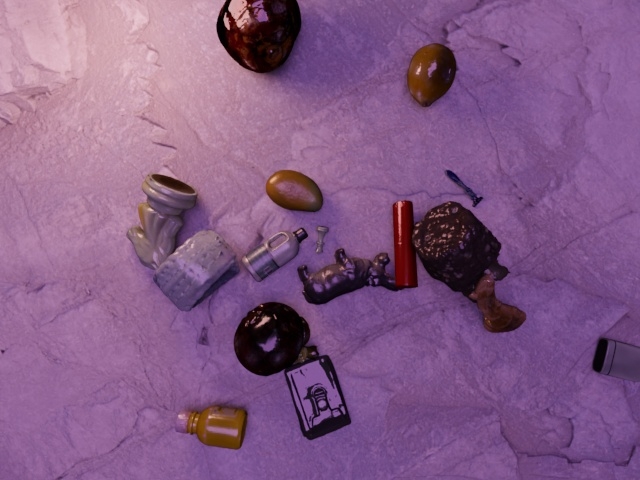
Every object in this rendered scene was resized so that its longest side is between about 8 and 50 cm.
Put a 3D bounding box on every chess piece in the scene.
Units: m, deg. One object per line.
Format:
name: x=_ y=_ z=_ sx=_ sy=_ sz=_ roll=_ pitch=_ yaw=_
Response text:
chess piece: x=-0.524 y=-0.053 z=1.467 sx=0.176 sy=0.176 sz=0.298 roll=25 pitch=103 yaw=1
chess piece: x=0.000 y=0.000 z=1.497 sx=0.042 sy=0.042 sz=0.093 roll=10 pitch=95 yaw=1

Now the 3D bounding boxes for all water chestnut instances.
water chestnut: x=-0.194 y=-0.666 z=1.392 sx=0.245 sy=0.289 sz=0.288 roll=12 pitch=90 yaw=6

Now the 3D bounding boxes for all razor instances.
razor: x=0.468 y=-0.178 z=1.492 sx=0.044 sy=0.028 sz=0.154 roll=-45 pitch=89 yaw=1

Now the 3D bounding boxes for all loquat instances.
loquat: x=0.349 y=-0.522 z=1.439 sx=0.152 sy=0.152 sz=0.194 roll=8 pitch=93 yaw=1

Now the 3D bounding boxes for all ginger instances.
ginger: x=0.542 y=0.201 z=1.390 sx=0.131 sy=0.294 sz=0.086 roll=-17 pitch=45 yaw=25

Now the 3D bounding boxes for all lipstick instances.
lipstick: x=0.267 y=0.011 z=1.441 sx=0.073 sy=0.073 sz=0.279 roll=0 pitch=75 yaw=1

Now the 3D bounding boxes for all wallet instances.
wallet: x=-0.012 y=0.513 z=1.493 sx=0.169 sy=0.052 sz=0.245 roll=-18 pitch=87 yaw=-2

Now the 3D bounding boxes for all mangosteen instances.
mangosteen: x=-0.126 y=0.323 z=1.420 sx=0.289 sy=0.231 sz=0.231 roll=36 pitch=91 yaw=-22

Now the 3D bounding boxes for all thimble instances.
thimble: x=-0.379 y=0.095 z=1.420 sx=0.250 sy=0.205 sz=0.172 roll=-43 pitch=90 yaw=-4

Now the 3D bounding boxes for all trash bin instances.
trash bin: x=0.963 y=0.384 z=1.465 sx=0.130 sy=0.059 sz=0.116 roll=14 pitch=91 yaw=0

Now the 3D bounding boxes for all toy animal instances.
toy animal: x=0.100 y=0.105 z=1.463 sx=0.344 sy=0.106 sz=0.168 roll=-9 pitch=89 yaw=-2

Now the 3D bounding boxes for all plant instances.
plant: x=0.436 y=0.047 z=1.410 sx=0.215 sy=0.213 sz=0.312 roll=-49 pitch=129 yaw=2

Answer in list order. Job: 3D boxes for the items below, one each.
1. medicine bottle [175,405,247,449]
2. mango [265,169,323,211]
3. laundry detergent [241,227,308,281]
medicine bottle: x=-0.350 y=0.593 z=1.460 sx=0.213 sy=0.122 sz=0.121 roll=8 pitch=90 yaw=1
mango: x=-0.081 y=-0.155 z=1.472 sx=0.195 sy=0.092 sz=0.130 roll=31 pitch=89 yaw=-3
laundry detergent: x=-0.140 y=0.034 z=1.483 sx=0.226 sy=0.070 sz=0.099 roll=-36 pitch=83 yaw=2
